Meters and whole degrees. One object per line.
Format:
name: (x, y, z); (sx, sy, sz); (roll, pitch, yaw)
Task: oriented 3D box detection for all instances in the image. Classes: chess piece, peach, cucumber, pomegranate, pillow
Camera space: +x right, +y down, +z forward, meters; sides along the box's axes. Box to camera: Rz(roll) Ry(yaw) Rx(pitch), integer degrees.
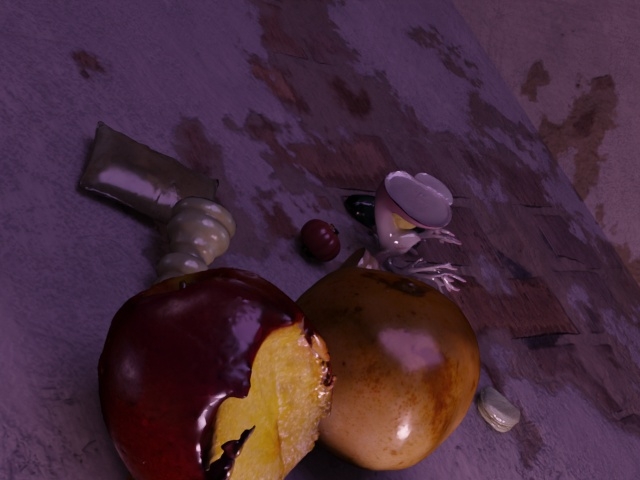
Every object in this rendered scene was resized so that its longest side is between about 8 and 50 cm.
chess piece: (-0.258, 0.046, 1.822); (0.133, 0.133, 0.243); (32, 51, -21)
peach: (-0.153, 0.249, 1.465); (0.339, 0.353, 0.417); (-31, 104, -40)
cucumber: (0.173, -0.069, 2.513); (0.244, 0.063, 0.115); (17, 42, -35)
chess piece: (0.210, 0.184, 2.240); (0.397, 0.117, 0.117); (41, 33, -11)
pomegranate: (0.099, 0.252, 1.818); (0.416, 0.416, 0.417); (29, 37, -25)
pillow: (-0.345, -0.117, 1.962); (0.302, 0.075, 0.185); (26, 46, -24)

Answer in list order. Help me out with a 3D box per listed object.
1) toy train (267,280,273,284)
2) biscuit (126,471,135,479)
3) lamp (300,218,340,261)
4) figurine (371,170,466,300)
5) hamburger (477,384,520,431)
toy train: (-0.142, 0.140, 1.929); (0.170, 0.071, 0.111); (2, 60, -47)
biscuit: (-0.202, 0.463, 1.538); (0.280, 0.043, 0.183); (34, 28, -10)
lamp: (0.000, 0.000, 2.212); (0.107, 0.092, 0.107); (52, -2, 2)
figurine: (0.250, -0.004, 2.362); (0.284, 0.316, 0.206); (13, 58, -6)
hamburger: (0.425, 0.414, 2.291); (0.121, 0.054, 0.084); (48, 37, 7)
